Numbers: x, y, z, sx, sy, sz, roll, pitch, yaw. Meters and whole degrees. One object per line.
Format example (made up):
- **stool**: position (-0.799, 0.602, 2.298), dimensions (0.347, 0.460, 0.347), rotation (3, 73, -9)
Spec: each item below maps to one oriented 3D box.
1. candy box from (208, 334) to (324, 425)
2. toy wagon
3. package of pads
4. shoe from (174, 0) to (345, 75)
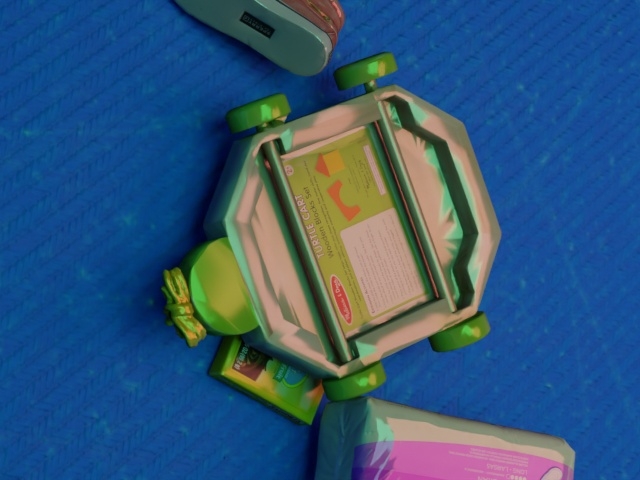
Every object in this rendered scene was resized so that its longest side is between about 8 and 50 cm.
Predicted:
- **candy box**: position (-0.015, 0.048, 1.759), dimensions (0.105, 0.027, 0.206), rotation (32, 70, -29)
- **toy wagon**: position (0.000, 0.000, 1.717), dimensions (0.344, 0.068, 0.267), rotation (-23, 96, -30)
- **package of pads**: position (0.101, 0.300, 1.738), dimensions (0.229, 0.101, 0.297), rotation (14, 78, -28)
- **shoe**: position (-0.060, -0.217, 1.736), dimensions (0.178, 0.063, 0.081), rotation (34, 36, -7)
